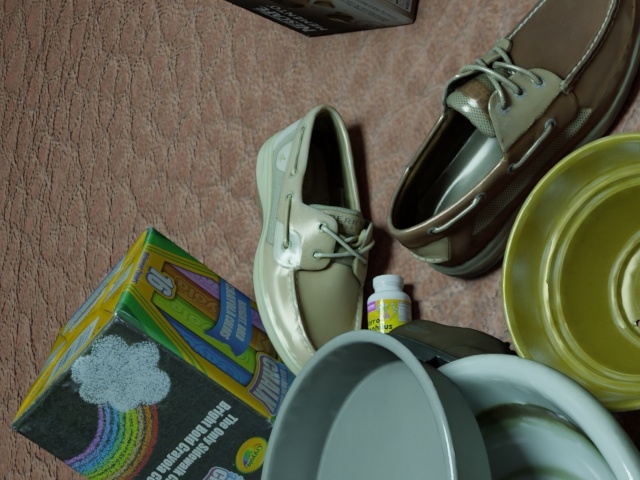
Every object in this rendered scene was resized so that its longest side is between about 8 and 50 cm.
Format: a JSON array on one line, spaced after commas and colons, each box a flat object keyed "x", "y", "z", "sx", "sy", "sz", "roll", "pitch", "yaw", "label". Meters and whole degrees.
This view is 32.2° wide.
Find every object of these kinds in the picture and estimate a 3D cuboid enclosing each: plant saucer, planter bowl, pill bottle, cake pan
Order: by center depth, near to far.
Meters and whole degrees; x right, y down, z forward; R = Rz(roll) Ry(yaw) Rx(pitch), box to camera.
[{"x": 0.146, "y": 0.290, "z": 0.835, "sx": 0.400, "sy": 0.100, "sz": 0.401, "roll": -31, "pitch": 54, "yaw": 53, "label": "plant saucer"}, {"x": 0.256, "y": 0.030, "z": 0.875, "sx": 0.217, "sy": 0.090, "sz": 0.217, "roll": -17, "pitch": 67, "yaw": 45, "label": "planter bowl"}, {"x": 0.039, "y": 0.220, "z": 0.891, "sx": 0.293, "sy": 0.054, "sz": 0.293, "roll": -29, "pitch": 55, "yaw": 54, "label": "cake pan"}, {"x": 0.067, "y": 0.077, "z": 1.079, "sx": 0.043, "sy": 0.043, "sz": 0.083, "roll": -18, "pitch": 64, "yaw": 39, "label": "pill bottle"}]

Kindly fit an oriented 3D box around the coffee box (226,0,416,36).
[{"x": -0.048, "y": -0.316, "z": 1.142, "sx": 0.168, "sy": 0.297, "sz": 0.119, "roll": 2, "pitch": 81, "yaw": 44, "label": "coffee box"}]

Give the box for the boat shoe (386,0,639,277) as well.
[{"x": 0.172, "y": -0.113, "z": 0.989, "sx": 0.123, "sy": 0.116, "sz": 0.324, "roll": 40, "pitch": 105, "yaw": 44, "label": "boat shoe"}]

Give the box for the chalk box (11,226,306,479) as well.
[{"x": -0.120, "y": 0.163, "z": 1.104, "sx": 0.180, "sy": 0.289, "sz": 0.179, "roll": -45, "pitch": 17, "yaw": 22, "label": "chalk box"}]

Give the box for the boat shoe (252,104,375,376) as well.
[{"x": 0.000, "y": 0.000, "z": 1.121, "sx": 0.098, "sy": 0.109, "sz": 0.302, "roll": -38, "pitch": 47, "yaw": 43, "label": "boat shoe"}]

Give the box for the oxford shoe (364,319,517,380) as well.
[{"x": 0.155, "y": 0.122, "z": 0.950, "sx": 0.227, "sy": 0.096, "sz": 0.083, "roll": 27, "pitch": 130, "yaw": 26, "label": "oxford shoe"}]
